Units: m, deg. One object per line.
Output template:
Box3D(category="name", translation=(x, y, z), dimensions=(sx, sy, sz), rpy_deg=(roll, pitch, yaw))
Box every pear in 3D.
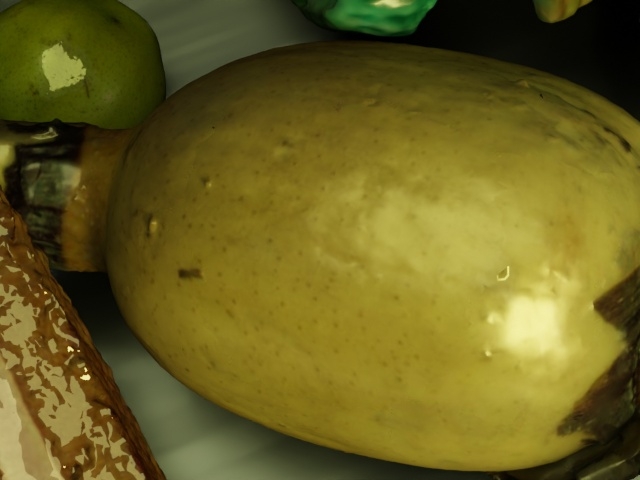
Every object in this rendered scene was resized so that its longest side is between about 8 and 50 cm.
Box3D(category="pear", translation=(-0.117, -0.066, 0.838), dimensions=(0.092, 0.092, 0.097), rpy_deg=(18, 73, 9))

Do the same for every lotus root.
Box3D(category="lotus root", translation=(0.000, 0.000, 0.761), dimensions=(0.310, 0.183, 0.182), rpy_deg=(11, 73, 14))

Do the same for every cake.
Box3D(category="cake", translation=(-0.107, 0.118, 0.707), dimensions=(0.116, 0.113, 0.295), rpy_deg=(-29, 96, -5))

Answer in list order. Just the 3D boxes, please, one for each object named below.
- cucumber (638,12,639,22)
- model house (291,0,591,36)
Box3D(category="cucumber", translation=(0.239, -0.028, 0.817), dimensions=(0.250, 0.056, 0.056), rpy_deg=(42, 80, 12))
Box3D(category="model house", translation=(0.122, -0.195, 0.822), dimensions=(0.241, 0.226, 0.261), rpy_deg=(15, 32, -20))
